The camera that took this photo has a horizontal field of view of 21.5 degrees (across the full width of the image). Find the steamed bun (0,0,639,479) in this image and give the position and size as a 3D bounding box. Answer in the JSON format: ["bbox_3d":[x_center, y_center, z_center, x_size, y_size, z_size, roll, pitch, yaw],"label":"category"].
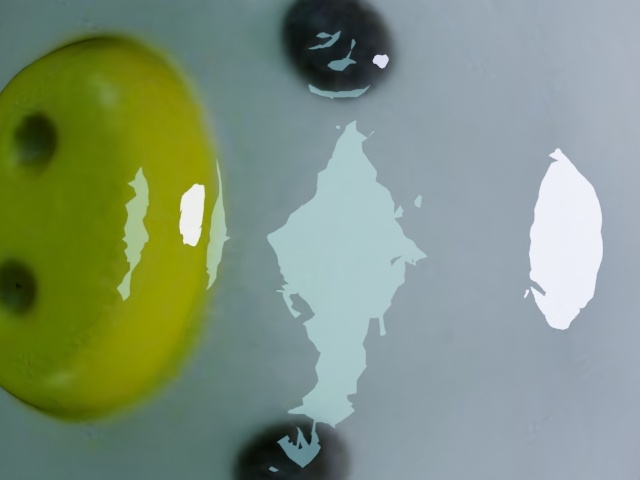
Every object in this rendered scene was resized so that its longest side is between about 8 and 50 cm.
[{"bbox_3d":[0.001,0.000,0.691,0.334,0.334,0.374,5,93,2],"label":"steamed bun"}]
